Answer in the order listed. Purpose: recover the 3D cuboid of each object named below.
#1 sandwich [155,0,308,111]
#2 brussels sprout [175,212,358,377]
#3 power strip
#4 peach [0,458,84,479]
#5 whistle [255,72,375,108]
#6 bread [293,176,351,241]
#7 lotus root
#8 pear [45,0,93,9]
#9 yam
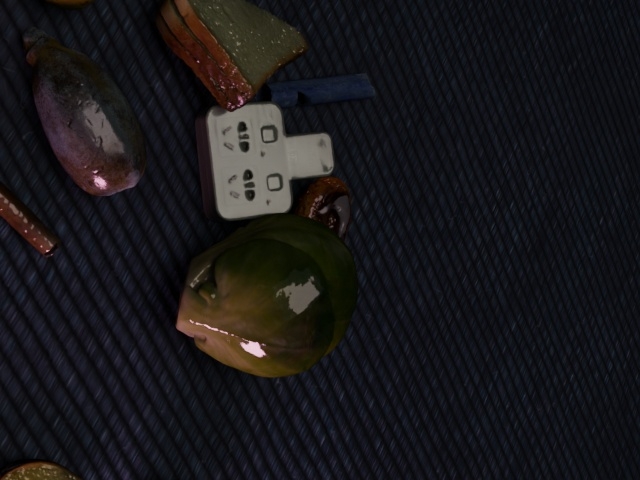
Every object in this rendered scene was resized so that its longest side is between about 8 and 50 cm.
[{"bbox_3d":[-0.170,-0.408,1.956,0.254,0.100,0.288,50,38,-7],"label":"sandwich"},{"bbox_3d":[-0.103,0.110,1.910,0.355,0.281,0.289,0,119,-17],"label":"brussels sprout"},{"bbox_3d":[-0.118,-0.161,2.022,0.261,0.141,0.229,-7,93,-25],"label":"power strip"},{"bbox_3d":[-0.482,0.480,1.729,0.279,0.068,0.189,33,61,-32],"label":"peach"},{"bbox_3d":[-0.003,-0.320,2.140,0.304,0.062,0.062,-13,97,-39],"label":"whistle"},{"bbox_3d":[-0.006,-0.004,2.119,0.139,0.095,0.269,5,100,-37],"label":"bread"},{"bbox_3d":[-0.416,-0.230,1.755,0.158,0.140,0.322,-37,109,-33],"label":"lotus root"},{"bbox_3d":[-0.431,-0.476,1.739,0.149,0.162,0.148,-11,106,-44],"label":"pear"},{"bbox_3d":[-0.544,-0.071,1.705,0.264,0.046,0.046,50,60,-27],"label":"yam"}]
